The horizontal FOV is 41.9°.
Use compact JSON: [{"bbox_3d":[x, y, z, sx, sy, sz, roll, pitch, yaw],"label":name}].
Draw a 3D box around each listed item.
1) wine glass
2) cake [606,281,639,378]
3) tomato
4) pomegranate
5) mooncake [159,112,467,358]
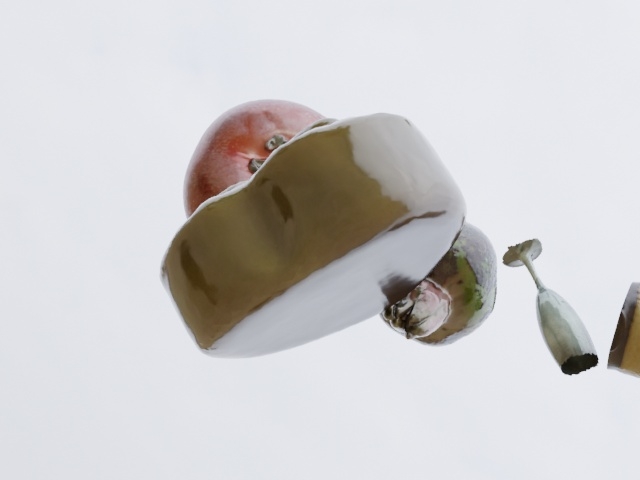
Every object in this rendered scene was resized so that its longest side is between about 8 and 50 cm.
[{"bbox_3d":[0.309,0.090,1.131,0.066,0.066,0.198,107,-25,-45],"label":"wine glass"},{"bbox_3d":[0.663,0.188,1.607,0.178,0.208,0.185,19,-51,26],"label":"cake"},{"bbox_3d":[-0.069,-0.067,1.242,0.270,0.270,0.227,46,-23,4],"label":"tomato"},{"bbox_3d":[0.098,0.041,0.821,0.125,0.163,0.138,34,-55,36],"label":"pomegranate"},{"bbox_3d":[0.000,0.000,0.666,0.117,0.235,0.235,60,-38,18],"label":"mooncake"}]
